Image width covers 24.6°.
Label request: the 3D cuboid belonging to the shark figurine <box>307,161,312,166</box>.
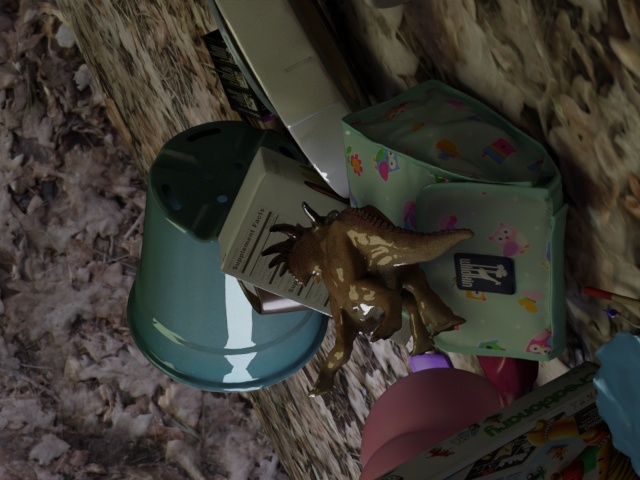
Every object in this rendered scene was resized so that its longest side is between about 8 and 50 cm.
[{"bbox_3d":[-0.017,-0.112,2.055,0.166,0.116,0.278,54,164,34],"label":"shark figurine"}]

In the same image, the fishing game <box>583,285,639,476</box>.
[{"bbox_3d":[0.331,0.168,1.409,0.189,0.041,0.264,16,124,62],"label":"fishing game"}]

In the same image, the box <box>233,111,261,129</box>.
[{"bbox_3d":[-0.098,-0.117,2.524,0.164,0.021,0.201,56,164,31],"label":"box"}]

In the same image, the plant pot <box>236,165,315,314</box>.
[{"bbox_3d":[0.000,0.000,1.930,0.215,0.230,0.215,58,165,26],"label":"plant pot"}]

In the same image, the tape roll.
[{"bbox_3d":[-0.032,-0.229,1.688,0.392,0.072,0.392,59,-171,-16],"label":"tape roll"}]

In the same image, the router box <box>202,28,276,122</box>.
[{"bbox_3d":[-0.121,-0.262,2.303,0.133,0.046,0.179,69,166,-19],"label":"router box"}]

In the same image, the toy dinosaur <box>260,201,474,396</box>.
[{"bbox_3d":[0.036,0.021,1.448,0.200,0.127,0.295,69,154,17],"label":"toy dinosaur"}]

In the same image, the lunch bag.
[{"bbox_3d":[0.151,-0.013,1.510,0.262,0.160,0.223,35,141,46],"label":"lunch bag"}]

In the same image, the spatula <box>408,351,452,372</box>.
[{"bbox_3d":[0.195,0.204,1.984,0.084,0.030,0.296,67,166,-12],"label":"spatula"}]

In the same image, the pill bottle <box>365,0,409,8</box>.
[{"bbox_3d":[0.050,-0.327,1.428,0.180,0.108,0.108,62,166,13],"label":"pill bottle"}]

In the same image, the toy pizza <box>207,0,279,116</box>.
[{"bbox_3d":[-0.082,-0.242,1.786,0.201,0.032,0.201,60,-170,-18],"label":"toy pizza"}]

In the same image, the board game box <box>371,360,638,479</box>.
[{"bbox_3d":[0.192,0.280,1.552,0.053,0.305,0.193,35,149,59],"label":"board game box"}]

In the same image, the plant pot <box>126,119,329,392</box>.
[{"bbox_3d":[-0.147,0.009,2.351,0.341,0.341,0.334,55,156,34],"label":"plant pot"}]

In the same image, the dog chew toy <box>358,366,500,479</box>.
[{"bbox_3d":[0.132,0.296,1.724,0.332,0.207,0.206,-64,-40,-58],"label":"dog chew toy"}]

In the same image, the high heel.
[{"bbox_3d":[0.184,0.076,1.631,0.117,0.082,0.244,77,-177,-45],"label":"high heel"}]

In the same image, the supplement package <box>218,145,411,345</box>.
[{"bbox_3d":[0.014,0.005,1.766,0.139,0.244,0.133,-108,42,-72],"label":"supplement package"}]
